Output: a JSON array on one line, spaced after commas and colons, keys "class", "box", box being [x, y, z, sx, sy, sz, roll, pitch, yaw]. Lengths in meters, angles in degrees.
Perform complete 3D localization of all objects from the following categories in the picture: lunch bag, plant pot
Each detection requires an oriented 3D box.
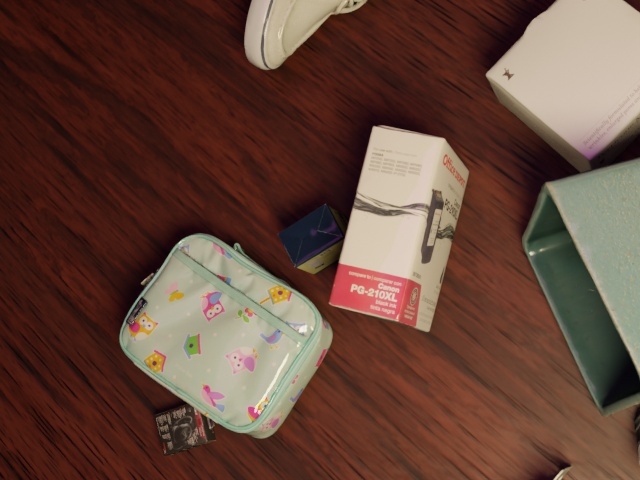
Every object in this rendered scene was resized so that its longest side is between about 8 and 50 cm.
[{"class": "lunch bag", "box": [-0.136, 0.125, 1.248, 0.279, 0.108, 0.224, 31, 85, 22]}, {"class": "plant pot", "box": [0.408, 0.034, 1.008, 0.252, 0.247, 0.248, -21, 73, 0]}]

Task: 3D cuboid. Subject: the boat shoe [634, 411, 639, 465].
[{"class": "boat shoe", "box": [0.491, 0.171, 0.991, 0.108, 0.102, 0.301, 39, 122, -18]}]

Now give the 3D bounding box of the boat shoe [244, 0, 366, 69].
[{"class": "boat shoe", "box": [0.032, -0.397, 1.287, 0.156, 0.136, 0.367, 26, 80, 20]}]

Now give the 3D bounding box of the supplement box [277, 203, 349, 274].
[{"class": "supplement box", "box": [0.000, 0.000, 1.240, 0.083, 0.083, 0.056, -31, 71, 13]}]

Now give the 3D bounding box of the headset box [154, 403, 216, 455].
[{"class": "headset box", "box": [-0.195, 0.275, 1.291, 0.083, 0.032, 0.062, -22, 74, 15]}]

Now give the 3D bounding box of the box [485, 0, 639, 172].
[{"class": "box", "box": [0.345, -0.208, 1.130, 0.181, 0.119, 0.182, -46, 68, 8]}]

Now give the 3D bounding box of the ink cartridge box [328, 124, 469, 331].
[{"class": "ink cartridge box", "box": [0.108, -0.011, 1.154, 0.100, 0.172, 0.237, 12, 85, 22]}]

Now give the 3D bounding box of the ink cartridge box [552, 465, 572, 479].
[{"class": "ink cartridge box", "box": [0.266, 0.371, 1.056, 0.067, 0.115, 0.198, 34, 94, 23]}]
